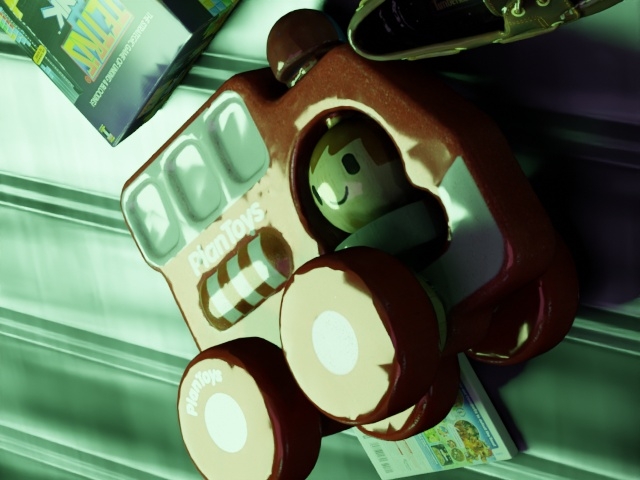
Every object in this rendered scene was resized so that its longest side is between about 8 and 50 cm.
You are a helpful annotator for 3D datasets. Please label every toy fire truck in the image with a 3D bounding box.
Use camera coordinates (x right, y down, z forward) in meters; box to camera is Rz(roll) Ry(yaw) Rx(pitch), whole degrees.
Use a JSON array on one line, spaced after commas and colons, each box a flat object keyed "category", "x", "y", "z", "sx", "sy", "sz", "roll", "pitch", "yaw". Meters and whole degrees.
[{"category": "toy fire truck", "x": 0.000, "y": 0.000, "z": 1.050, "sx": 0.302, "sy": 0.169, "sz": 0.254, "roll": -41, "pitch": 73, "yaw": 45}]

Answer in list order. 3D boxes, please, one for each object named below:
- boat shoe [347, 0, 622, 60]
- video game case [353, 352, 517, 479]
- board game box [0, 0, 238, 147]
[{"category": "boat shoe", "x": 0.105, "y": -0.141, "z": 0.919, "sx": 0.207, "sy": 0.073, "sz": 0.073, "roll": -19, "pitch": 104, "yaw": 42}, {"category": "video game case", "x": 0.069, "y": 0.122, "z": 1.173, "sx": 0.122, "sy": 0.011, "sz": 0.087, "roll": -17, "pitch": 107, "yaw": 43}, {"category": "board game box", "x": -0.142, "y": -0.155, "z": 1.091, "sx": 0.141, "sy": 0.048, "sz": 0.170, "roll": 48, "pitch": 148, "yaw": 1}]
